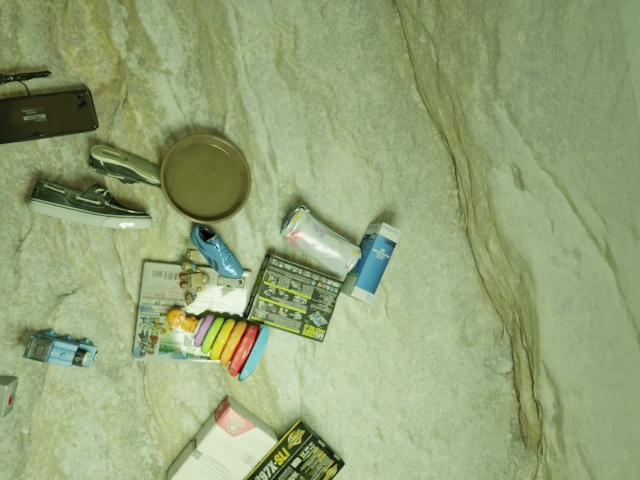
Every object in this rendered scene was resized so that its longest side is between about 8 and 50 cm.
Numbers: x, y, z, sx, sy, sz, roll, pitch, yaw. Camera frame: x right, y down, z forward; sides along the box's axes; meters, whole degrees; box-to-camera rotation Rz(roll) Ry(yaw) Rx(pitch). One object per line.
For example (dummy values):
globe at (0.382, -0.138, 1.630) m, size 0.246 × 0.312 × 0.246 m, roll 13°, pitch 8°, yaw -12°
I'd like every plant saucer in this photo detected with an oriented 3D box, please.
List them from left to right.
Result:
plant saucer at (-0.350, -0.187, 1.391) m, size 0.278 × 0.041 × 0.277 m, roll 1°, pitch 89°, yaw -27°

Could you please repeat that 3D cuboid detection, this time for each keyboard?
keyboard at (-0.823, -0.390, 1.292) m, size 0.318 × 0.033 × 0.201 m, roll -12°, pitch 99°, yaw -16°

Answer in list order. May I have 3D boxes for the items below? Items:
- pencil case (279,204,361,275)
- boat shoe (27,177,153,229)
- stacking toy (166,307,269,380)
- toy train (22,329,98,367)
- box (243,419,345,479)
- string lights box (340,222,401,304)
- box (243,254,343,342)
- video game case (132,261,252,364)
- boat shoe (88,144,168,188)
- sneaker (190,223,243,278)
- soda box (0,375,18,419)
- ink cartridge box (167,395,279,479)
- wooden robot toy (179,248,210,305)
pencil case at (0.000, 0.000, 1.471) m, size 0.273 × 0.113 × 0.124 m, roll 36°, pitch 103°, yaw -13°
boat shoe at (-0.649, -0.106, 1.290) m, size 0.336 × 0.121 × 0.119 m, roll 10°, pitch 91°, yaw -13°
stacking toy at (-0.316, 0.283, 1.343) m, size 0.302 × 0.165 × 0.175 m, roll 25°, pitch 68°, yaw -4°
toy train at (-0.729, 0.311, 1.276) m, size 0.184 × 0.105 × 0.080 m, roll 19°, pitch 85°, yaw -14°
box at (-0.100, 0.747, 1.398) m, size 0.322 × 0.079 × 0.257 m, roll -45°, pitch 131°, yaw -14°
string lights box at (0.163, 0.072, 1.505) m, size 0.077 × 0.133 × 0.259 m, roll 26°, pitch 84°, yaw -13°
box at (-0.083, 0.189, 1.460) m, size 0.270 × 0.060 × 0.216 m, roll 21°, pitch 83°, yaw -20°
video game case at (-0.391, 0.229, 1.406) m, size 0.329 × 0.036 × 0.299 m, roll 7°, pitch 88°, yaw -16°
boat shoe at (-0.566, -0.205, 1.350) m, size 0.233 × 0.084 × 0.079 m, roll 20°, pitch 123°, yaw -21°
sneaker at (-0.315, 0.035, 1.385) m, size 0.209 × 0.082 × 0.069 m, roll 46°, pitch 57°, yaw -3°
soda box at (-0.991, 0.413, 1.212) m, size 0.287 × 0.091 × 0.097 m, roll 10°, pitch 87°, yaw -15°
ink cartridge box at (-0.297, 0.663, 1.386) m, size 0.207 × 0.117 × 0.283 m, roll 42°, pitch 80°, yaw -12°
wooden robot toy at (-0.375, 0.110, 1.371) m, size 0.079 × 0.076 × 0.173 m, roll -3°, pitch 91°, yaw -51°
